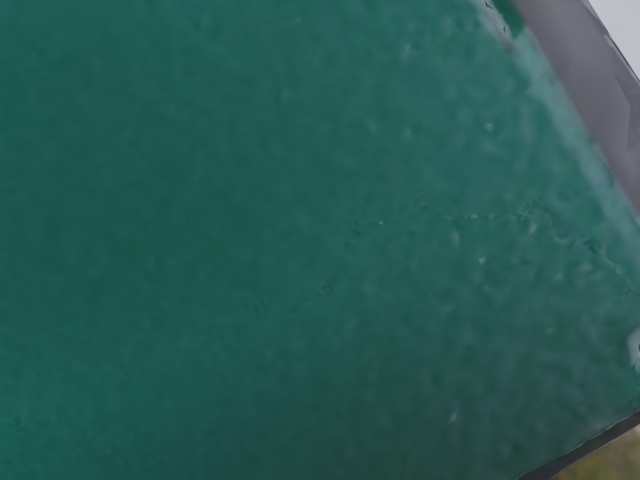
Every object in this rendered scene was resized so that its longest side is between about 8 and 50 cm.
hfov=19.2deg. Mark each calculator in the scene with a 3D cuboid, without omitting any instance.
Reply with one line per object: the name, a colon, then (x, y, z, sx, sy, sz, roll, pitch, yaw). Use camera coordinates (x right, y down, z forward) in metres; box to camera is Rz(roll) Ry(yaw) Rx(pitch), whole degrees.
calculator: (-0.042, -0.014, 0.524, 0.274, 0.248, 0.058, 53, 9, -21)
